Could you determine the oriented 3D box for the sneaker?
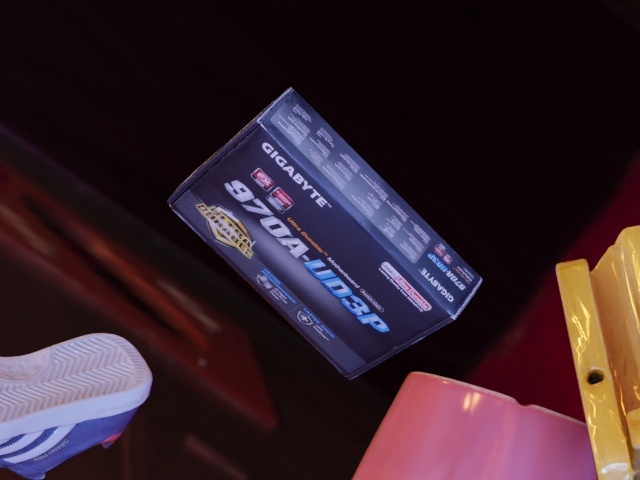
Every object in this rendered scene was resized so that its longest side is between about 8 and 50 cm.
[{"bbox_3d":[-0.352,0.198,1.888,0.131,0.350,0.148,60,138,37],"label":"sneaker"}]

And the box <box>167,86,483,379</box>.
[{"bbox_3d":[0.000,0.000,1.424,0.051,0.220,0.175,-50,9,-35],"label":"box"}]

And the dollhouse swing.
[{"bbox_3d":[0.370,0.045,1.414,0.347,0.305,0.315,-12,60,7],"label":"dollhouse swing"}]

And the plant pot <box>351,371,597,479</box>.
[{"bbox_3d":[0.138,0.266,1.642,0.275,0.275,0.243,177,112,-73],"label":"plant pot"}]
